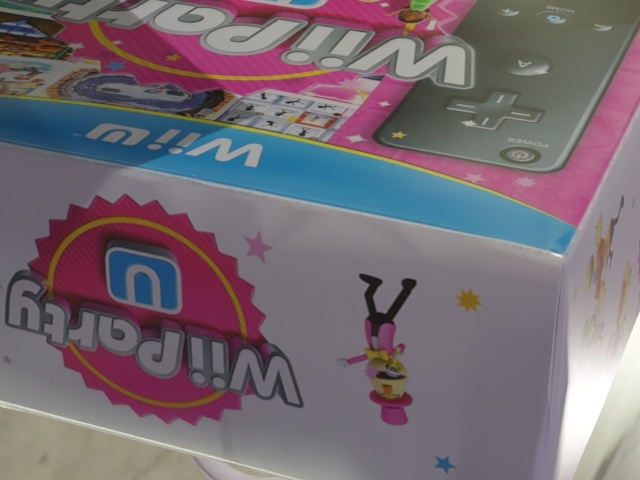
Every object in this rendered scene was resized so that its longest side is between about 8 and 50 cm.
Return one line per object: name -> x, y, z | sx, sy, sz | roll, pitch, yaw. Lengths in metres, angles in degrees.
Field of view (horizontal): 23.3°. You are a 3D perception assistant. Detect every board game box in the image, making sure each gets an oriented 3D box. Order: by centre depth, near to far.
board game box -> 0.010, -0.048, 0.529 | 0.303, 0.224, 0.097 | -54, 150, -53

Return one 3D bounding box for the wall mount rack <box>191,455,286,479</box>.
wall mount rack -> 0.000, 0.000, 1.023 | 0.350, 0.304, 0.130 | -57, 159, -13
